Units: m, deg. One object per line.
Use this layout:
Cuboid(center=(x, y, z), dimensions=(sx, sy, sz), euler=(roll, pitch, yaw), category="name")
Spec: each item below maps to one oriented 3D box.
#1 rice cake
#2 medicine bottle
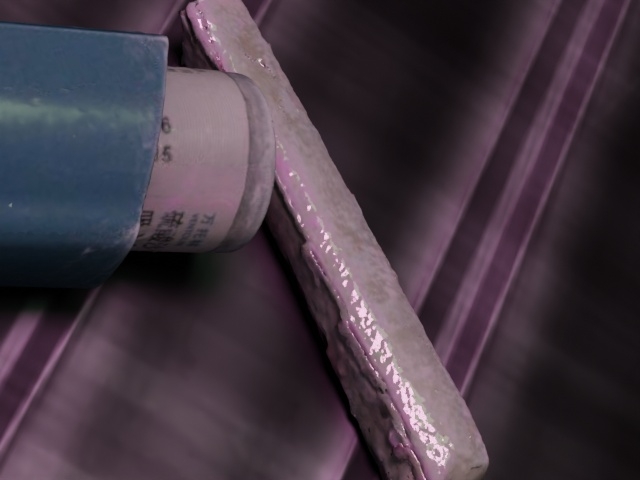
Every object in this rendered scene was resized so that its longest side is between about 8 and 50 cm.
Cuboid(center=(0.000, 0.000, 0.690), dimensions=(0.033, 0.033, 0.207), euler=(-17, 72, -33), category="rice cake")
Cuboid(center=(-0.143, -0.045, 0.609), dimensions=(0.258, 0.079, 0.124), euler=(5, 60, -27), category="medicine bottle")
